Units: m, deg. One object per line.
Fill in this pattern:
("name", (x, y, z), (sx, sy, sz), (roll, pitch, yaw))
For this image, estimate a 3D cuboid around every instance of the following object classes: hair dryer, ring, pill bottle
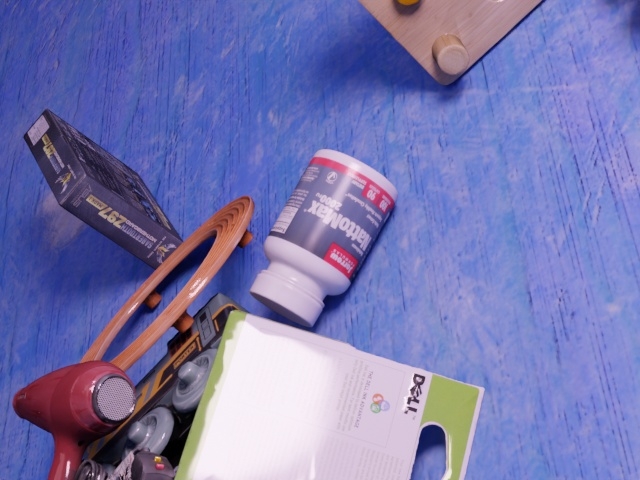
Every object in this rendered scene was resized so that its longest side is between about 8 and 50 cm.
("hair dryer", (-0.267, 0.226, 1.293), (0.223, 0.080, 0.293), (-49, 35, 9))
("ring", (-0.189, 0.079, 1.519), (0.336, 0.032, 0.336), (-44, 12, 12))
("pill bottle", (0.000, 0.000, 1.406), (0.108, 0.108, 0.180), (16, 73, 52))

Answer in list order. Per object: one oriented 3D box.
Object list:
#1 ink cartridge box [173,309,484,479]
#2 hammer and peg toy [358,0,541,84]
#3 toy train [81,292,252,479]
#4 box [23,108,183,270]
("ink cartridge box", (0.006, 0.200, 1.205), (0.097, 0.255, 0.188), (107, 180, -64))
("hammer and peg toy", (0.181, -0.383, 1.402), (0.361, 0.266, 0.127), (-43, 19, 14))
("toy train", (-0.159, 0.211, 1.392), (0.334, 0.142, 0.190), (-47, 24, 11))
("box", (-0.297, -0.070, 1.725), (0.059, 0.183, 0.232), (-48, 37, 7))
